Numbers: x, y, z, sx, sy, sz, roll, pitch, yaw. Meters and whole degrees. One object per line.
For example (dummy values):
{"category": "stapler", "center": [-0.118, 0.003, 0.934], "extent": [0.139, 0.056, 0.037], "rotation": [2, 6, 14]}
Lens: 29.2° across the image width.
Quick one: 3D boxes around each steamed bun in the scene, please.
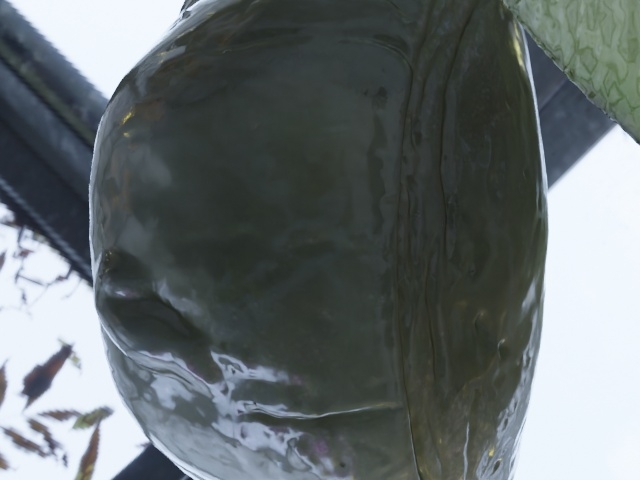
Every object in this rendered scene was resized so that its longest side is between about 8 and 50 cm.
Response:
{"category": "steamed bun", "center": [-0.002, -0.003, 0.731], "extent": [0.236, 0.247, 0.383], "rotation": [-16, -72, -59]}

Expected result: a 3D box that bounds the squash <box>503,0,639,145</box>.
{"category": "squash", "center": [0.118, -0.117, 0.245], "extent": [0.204, 0.237, 0.155], "rotation": [38, -149, 27]}
